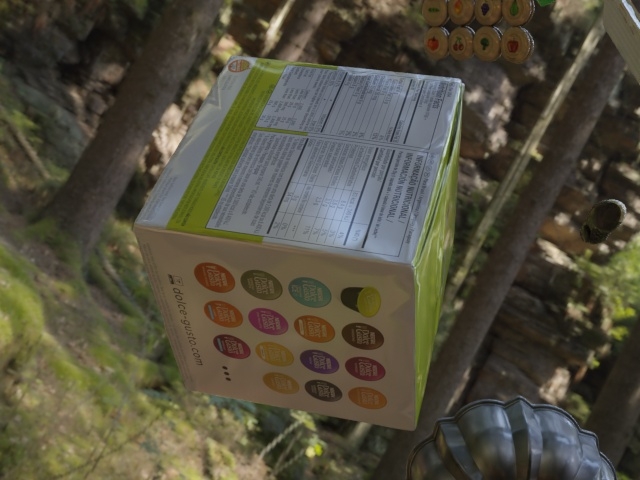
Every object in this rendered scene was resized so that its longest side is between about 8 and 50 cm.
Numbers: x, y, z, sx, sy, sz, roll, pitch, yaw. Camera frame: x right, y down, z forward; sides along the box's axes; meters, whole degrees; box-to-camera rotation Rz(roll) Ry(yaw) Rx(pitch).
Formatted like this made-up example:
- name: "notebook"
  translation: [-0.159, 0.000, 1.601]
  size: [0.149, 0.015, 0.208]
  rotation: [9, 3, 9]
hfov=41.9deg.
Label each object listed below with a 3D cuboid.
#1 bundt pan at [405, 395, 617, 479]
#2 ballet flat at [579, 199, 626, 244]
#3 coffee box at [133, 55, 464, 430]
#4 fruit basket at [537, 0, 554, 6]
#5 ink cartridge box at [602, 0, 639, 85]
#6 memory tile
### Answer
- name: "bundt pan"
  translation: [0.278, 0.399, 1.199]
  size: [0.331, 0.330, 0.124]
  rotation: [28, 8, 1]
- name: "ballet flat"
  translation: [0.513, -0.037, 1.502]
  size: [0.173, 0.049, 0.057]
  rotation: [94, -21, -74]
- name: "coffee box"
  translation: [0.000, 0.000, 1.120]
  size: [0.335, 0.338, 0.337]
  rotation: [8, -42, 14]
- name: "fruit basket"
  translation: [0.519, -0.633, 1.614]
  size: [0.165, 0.353, 0.327]
  rotation: [39, 28, -14]
- name: "ink cartridge box"
  translation: [0.462, -0.308, 1.209]
  size: [0.145, 0.045, 0.179]
  rotation: [66, 7, 18]
- name: "memory tile"
  translation: [0.164, -0.248, 0.892]
  size: [0.012, 0.113, 0.148]
  rotation: [-15, 21, -38]
